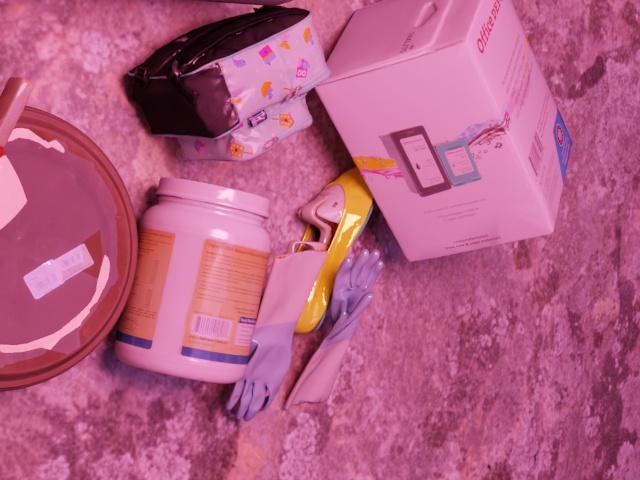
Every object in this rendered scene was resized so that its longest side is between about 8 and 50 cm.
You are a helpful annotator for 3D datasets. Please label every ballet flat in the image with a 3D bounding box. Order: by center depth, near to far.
[{"bbox_3d":[0.000,0.000,1.332,0.077,0.077,0.231,29,78,-34],"label":"ballet flat"}]

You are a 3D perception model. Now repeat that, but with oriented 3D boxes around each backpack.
[{"bbox_3d":[-0.083,-0.169,1.176,0.188,0.166,0.144,-41,115,-29],"label":"backpack"}]

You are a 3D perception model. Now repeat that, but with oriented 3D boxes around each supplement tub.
[{"bbox_3d":[-0.132,0.043,1.176,0.144,0.144,0.200,14,86,-41],"label":"supplement tub"}]

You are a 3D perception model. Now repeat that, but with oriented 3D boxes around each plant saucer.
[{"bbox_3d":[-0.296,0.006,1.045,0.277,0.041,0.278,0,91,-34],"label":"plant saucer"}]

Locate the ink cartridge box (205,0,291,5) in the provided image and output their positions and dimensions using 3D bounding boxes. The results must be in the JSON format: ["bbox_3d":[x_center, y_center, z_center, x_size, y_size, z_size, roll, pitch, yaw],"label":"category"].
[{"bbox_3d":[-0.160,-0.348,1.042,0.306,0.131,0.226,0,94,-24],"label":"ink cartridge box"}]

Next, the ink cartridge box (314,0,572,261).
[{"bbox_3d":[0.157,-0.151,1.327,0.270,0.197,0.198,60,34,-28],"label":"ink cartridge box"}]

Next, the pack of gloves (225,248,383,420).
[{"bbox_3d":[-0.007,0.117,1.282,0.195,0.046,0.232,-8,126,-48],"label":"pack of gloves"}]

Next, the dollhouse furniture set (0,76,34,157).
[{"bbox_3d":[-0.448,-0.147,0.858,0.374,0.201,0.152,33,74,-45],"label":"dollhouse furniture set"}]
